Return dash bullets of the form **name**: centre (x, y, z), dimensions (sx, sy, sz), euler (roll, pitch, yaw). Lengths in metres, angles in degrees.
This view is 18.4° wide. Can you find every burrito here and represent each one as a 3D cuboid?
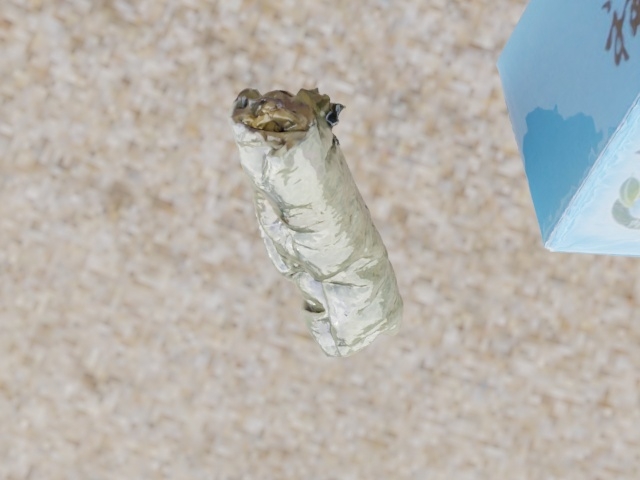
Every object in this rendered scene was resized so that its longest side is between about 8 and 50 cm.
- **burrito**: centre (0.000, 0.000, 0.735), dimensions (0.045, 0.041, 0.185), euler (2, 153, 15)

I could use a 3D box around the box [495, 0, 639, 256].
- **box**: centre (0.160, -0.089, 0.559), dimensions (0.142, 0.083, 0.232), euler (3, 144, -19)
